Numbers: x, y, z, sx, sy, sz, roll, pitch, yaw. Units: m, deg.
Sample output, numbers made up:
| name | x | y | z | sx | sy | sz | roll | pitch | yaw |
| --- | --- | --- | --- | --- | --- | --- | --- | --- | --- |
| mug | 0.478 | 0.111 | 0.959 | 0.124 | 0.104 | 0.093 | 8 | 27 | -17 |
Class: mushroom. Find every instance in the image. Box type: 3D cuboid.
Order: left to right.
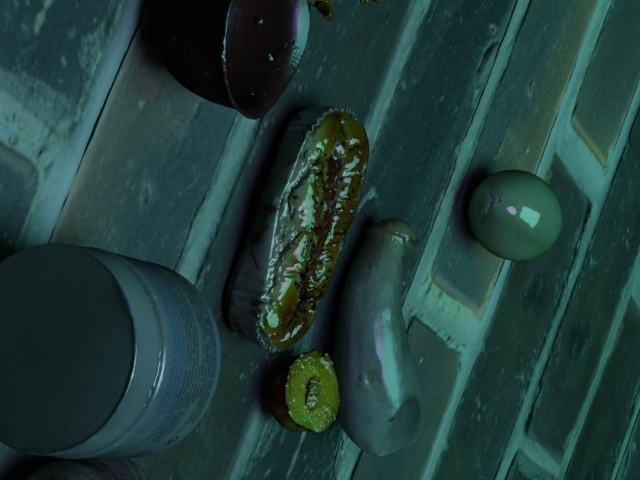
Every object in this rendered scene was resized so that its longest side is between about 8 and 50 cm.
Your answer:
| name | x | y | z | sx | sy | sz | roll | pitch | yaw |
| --- | --- | --- | --- | --- | --- | --- | --- | --- | --- |
| mushroom | 0.066 | 0.111 | 2.162 | 0.118 | 0.103 | 0.270 | -21 | 116 | -56 |

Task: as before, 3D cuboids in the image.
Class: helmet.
| name | x | y | z | sx | sy | sz | roll | pitch | yaw |
| --- | --- | --- | --- | --- | --- | --- | --- | --- | --- |
| helmet | -0.088 | -0.195 | 1.717 | 0.175 | 0.106 | 0.155 | -33 | 131 | -56 |

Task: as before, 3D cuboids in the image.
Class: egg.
| name | x | y | z | sx | sy | sz | roll | pitch | yaw |
| --- | --- | --- | --- | --- | --- | --- | --- | --- | --- |
| egg | 0.245 | -0.032 | 2.395 | 0.152 | 0.114 | 0.114 | 25 | 81 | -58 |

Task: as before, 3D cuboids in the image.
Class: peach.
| name | x | y | z | sx | sy | sz | roll | pitch | yaw |
| --- | --- | --- | --- | --- | --- | --- | --- | --- | --- |
| peach | -0.025 | 0.164 | 2.063 | 0.098 | 0.061 | 0.098 | 15 | 71 | -50 |

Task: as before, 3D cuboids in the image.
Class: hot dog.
| name | x | y | z | sx | sy | sz | roll | pitch | yaw |
| --- | --- | --- | --- | --- | --- | --- | --- | --- | --- |
| hot dog | -0.019 | -0.014 | 1.969 | 0.144 | 0.075 | 0.268 | 19 | 85 | -62 |

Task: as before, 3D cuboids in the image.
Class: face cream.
| name | x | y | z | sx | sy | sz | roll | pitch | yaw |
| --- | --- | --- | --- | --- | --- | --- | --- | --- | --- |
| face cream | -0.191 | 0.097 | 1.601 | 0.153 | 0.177 | 0.177 | 18 | 88 | -64 |

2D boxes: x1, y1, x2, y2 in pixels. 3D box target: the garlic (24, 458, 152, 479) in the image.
| name | x | y | z | sx | sy | sz | roll | pitch | yaw |
| --- | --- | --- | --- | --- | --- | --- | --- | --- | --- |
| garlic | -0.170 | 0.309 | 1.654 | 0.245 | 0.253 | 0.245 | 4 | 85 | -46 |

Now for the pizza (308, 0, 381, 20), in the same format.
| name | x | y | z | sx | sy | sz | roll | pitch | yaw |
| --- | --- | --- | --- | --- | --- | --- | --- | --- | --- |
| pizza | -0.004 | -0.281 | 1.872 | 0.194 | 0.069 | 0.154 | -40 | 137 | -37 |
